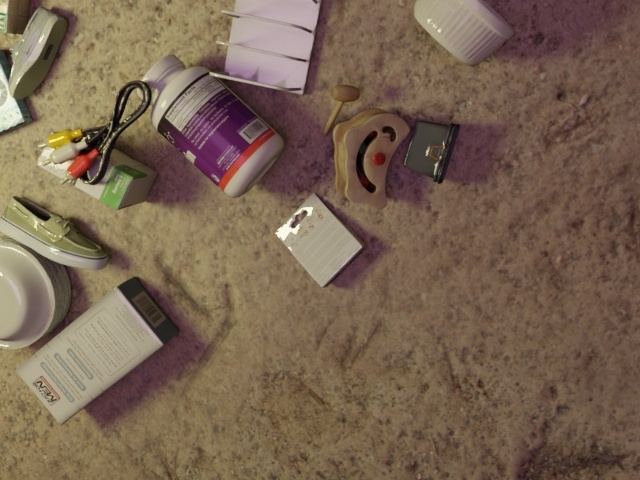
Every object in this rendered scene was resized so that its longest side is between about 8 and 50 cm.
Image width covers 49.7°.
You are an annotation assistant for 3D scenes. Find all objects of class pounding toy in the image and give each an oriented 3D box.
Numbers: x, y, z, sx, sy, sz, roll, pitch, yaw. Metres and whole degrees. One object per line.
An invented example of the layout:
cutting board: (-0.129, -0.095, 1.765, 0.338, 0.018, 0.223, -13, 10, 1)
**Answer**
pounding toy: (0.100, -0.219, 1.557, 0.154, 0.155, 0.270, -9, 112, -17)

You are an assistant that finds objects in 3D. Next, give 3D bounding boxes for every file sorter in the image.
file sorter: (-0.114, -0.471, 1.485, 0.192, 0.173, 0.278, 13, 103, 6)

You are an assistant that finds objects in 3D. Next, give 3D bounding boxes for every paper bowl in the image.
paper bowl: (-0.791, 0.135, 1.742, 0.284, 0.148, 0.285, 2, 102, 10)

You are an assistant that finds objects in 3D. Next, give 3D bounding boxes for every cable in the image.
cable: (-0.468, -0.221, 1.482, 0.287, 0.072, 0.140, -32, 90, 17)

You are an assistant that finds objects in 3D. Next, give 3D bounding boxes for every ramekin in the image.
ramekin: (0.285, -0.452, 1.411, 0.207, 0.207, 0.109, 43, 114, -1)

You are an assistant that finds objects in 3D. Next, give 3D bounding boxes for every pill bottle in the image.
pill bottle: (-0.249, -0.260, 1.547, 0.323, 0.181, 0.181, 42, 105, -1)

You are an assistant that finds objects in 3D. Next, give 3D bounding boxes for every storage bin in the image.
storage bin: (0.242, -0.202, 1.529, 0.091, 0.098, 0.135, 18, 105, 16)

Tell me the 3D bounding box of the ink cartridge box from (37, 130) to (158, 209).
ink cartridge box: (-0.519, -0.169, 1.622, 0.219, 0.160, 0.093, 30, 103, 2)

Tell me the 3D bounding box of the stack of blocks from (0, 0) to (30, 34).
stack of blocks: (-0.726, -0.635, 1.594, 0.171, 0.087, 0.298, 14, 104, 6)

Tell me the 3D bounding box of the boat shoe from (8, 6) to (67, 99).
boat shoe: (-0.687, -0.446, 1.641, 0.081, 0.079, 0.228, 35, 100, 9)

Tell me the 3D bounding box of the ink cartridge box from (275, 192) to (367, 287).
ink cartridge box: (0.000, 0.000, 1.645, 0.145, 0.045, 0.179, -46, 74, 16)

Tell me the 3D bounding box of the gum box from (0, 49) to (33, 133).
gum box: (-0.814, -0.351, 1.694, 0.156, 0.041, 0.185, -19, 97, 13)

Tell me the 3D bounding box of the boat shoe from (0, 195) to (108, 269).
boat shoe: (-0.660, -0.017, 1.708, 0.302, 0.109, 0.094, 23, 103, 7)

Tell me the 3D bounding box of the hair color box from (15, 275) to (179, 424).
hair color box: (-0.564, 0.280, 1.751, 0.374, 0.113, 0.185, -37, 94, 14)
